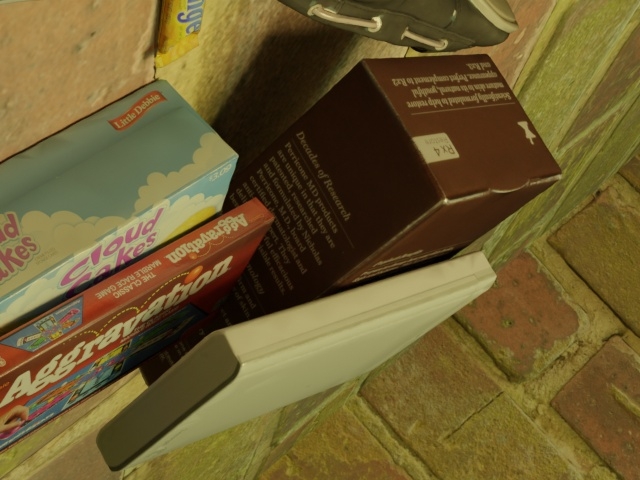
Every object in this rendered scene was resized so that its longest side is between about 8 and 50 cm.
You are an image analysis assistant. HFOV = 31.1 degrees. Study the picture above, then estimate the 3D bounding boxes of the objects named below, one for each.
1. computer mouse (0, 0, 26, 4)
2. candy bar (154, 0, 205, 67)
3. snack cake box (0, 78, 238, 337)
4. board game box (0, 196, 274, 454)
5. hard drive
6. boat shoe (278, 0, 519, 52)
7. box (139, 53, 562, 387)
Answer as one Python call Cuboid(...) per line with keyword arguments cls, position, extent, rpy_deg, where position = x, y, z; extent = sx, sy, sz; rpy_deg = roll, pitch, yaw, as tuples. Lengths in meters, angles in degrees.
Cuboid(cls="computer mouse", position=(-0.173, -0.138, 0.542), extent=(0.193, 0.042, 0.106), rpy_deg=(-25, 152, -38))
Cuboid(cls="candy bar", position=(-0.083, -0.170, 0.736), extent=(0.040, 0.018, 0.161), rpy_deg=(-36, 164, -30))
Cuboid(cls="snack cake box", position=(-0.193, 0.013, 0.809), extent=(0.264, 0.089, 0.152), rpy_deg=(-35, 164, -32))
Cuboid(cls="board game box", position=(-0.157, 0.071, 0.835), extent=(0.281, 0.027, 0.145), rpy_deg=(-32, 161, -42))
Cuboid(cls="hard drive", position=(-0.013, 0.096, 0.964), extent=(0.308, 0.040, 0.203), rpy_deg=(-15, 161, -45))
Cuboid(cls="boat shoe", position=(0.057, -0.201, 0.885), extent=(0.096, 0.112, 0.335), rpy_deg=(-32, 165, 22))
Cuboid(cls="box", position=(0.000, 0.000, 1.015), extent=(0.381, 0.143, 0.191), rpy_deg=(-37, 165, 36))
